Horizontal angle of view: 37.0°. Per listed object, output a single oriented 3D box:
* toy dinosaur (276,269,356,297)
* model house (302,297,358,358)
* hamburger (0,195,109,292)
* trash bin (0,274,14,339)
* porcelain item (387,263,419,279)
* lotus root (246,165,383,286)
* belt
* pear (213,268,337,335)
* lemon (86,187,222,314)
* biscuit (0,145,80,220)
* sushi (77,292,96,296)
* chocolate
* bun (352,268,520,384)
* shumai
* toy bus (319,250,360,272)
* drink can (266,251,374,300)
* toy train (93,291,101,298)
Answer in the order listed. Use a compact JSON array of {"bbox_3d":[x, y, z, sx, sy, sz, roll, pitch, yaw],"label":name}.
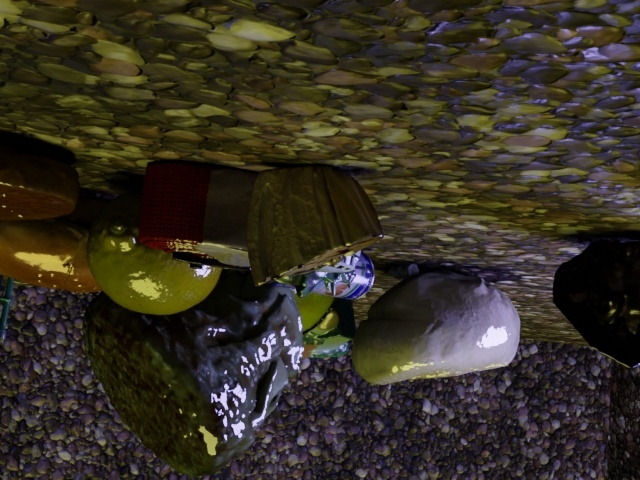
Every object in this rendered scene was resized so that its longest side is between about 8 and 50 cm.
[{"bbox_3d":[-0.065,0.002,1.531,0.292,0.120,0.079,33,173,-19],"label":"toy dinosaur"},{"bbox_3d":[-0.025,0.151,2.145,0.267,0.194,0.325,1,165,-18],"label":"model house"},{"bbox_3d":[-0.394,-0.003,1.422,0.282,0.144,0.156,14,168,-36],"label":"hamburger"},{"bbox_3d":[-0.854,0.093,1.975,0.295,0.259,0.381,2,168,21],"label":"trash bin"},{"bbox_3d":[0.166,0.061,1.924,0.036,0.028,0.083,28,164,-24],"label":"porcelain item"},{"bbox_3d":[-0.007,-0.022,1.137,0.159,0.135,0.095,-10,171,5],"label":"lotus root"},{"bbox_3d":[-0.130,-0.022,1.213,0.200,0.124,0.128,10,172,-24],"label":"belt"},{"bbox_3d":[-0.126,0.099,1.922,0.292,0.160,0.292,6,169,1],"label":"pear"},{"bbox_3d":[-0.233,0.015,1.333,0.184,0.184,0.248,2,172,21],"label":"lemon"},{"bbox_3d":[-0.483,-0.091,1.137,0.394,0.070,0.350,10,168,-34],"label":"biscuit"},{"bbox_3d":[-0.338,0.033,1.699,0.161,0.108,0.241,5,161,-41],"label":"sushi"},{"bbox_3d":[0.474,0.044,1.388,0.224,0.206,0.177,0,132,-38],"label":"chocolate"},{"bbox_3d":[0.231,0.175,1.971,0.365,0.219,0.365,-9,167,-2],"label":"bun"},{"bbox_3d":[-0.189,0.189,1.672,0.348,0.395,0.395,-33,-170,-26],"label":"shumai"},{"bbox_3d":[0.000,0.000,1.398,0.087,0.089,0.194,2,172,23],"label":"toy bus"},{"bbox_3d":[-0.010,0.047,1.696,0.097,0.097,0.235,-3,169,41],"label":"drink can"},{"bbox_3d":[-0.441,0.086,2.132,0.175,0.118,0.074,4,169,-10],"label":"toy train"}]
